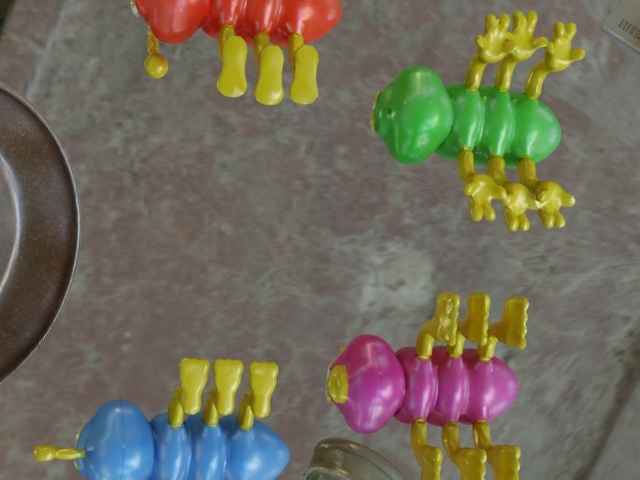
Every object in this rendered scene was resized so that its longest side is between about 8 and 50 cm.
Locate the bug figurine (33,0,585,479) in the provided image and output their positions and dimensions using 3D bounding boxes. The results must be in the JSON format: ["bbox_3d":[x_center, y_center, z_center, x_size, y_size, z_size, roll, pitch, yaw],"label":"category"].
[{"bbox_3d":[0.000,0.000,0.598,0.216,0.072,0.279,8,88,-18],"label":"bug figurine"}]

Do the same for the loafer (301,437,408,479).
[{"bbox_3d":[0.028,0.167,0.694,0.056,0.050,0.148,-11,107,44],"label":"loafer"}]

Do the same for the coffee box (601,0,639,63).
[{"bbox_3d":[0.289,-0.165,0.751,0.246,0.098,0.141,-53,42,9],"label":"coffee box"}]

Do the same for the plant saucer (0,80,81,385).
[{"bbox_3d":[-0.225,0.000,0.799,0.036,0.198,0.199,14,95,43],"label":"plant saucer"}]
